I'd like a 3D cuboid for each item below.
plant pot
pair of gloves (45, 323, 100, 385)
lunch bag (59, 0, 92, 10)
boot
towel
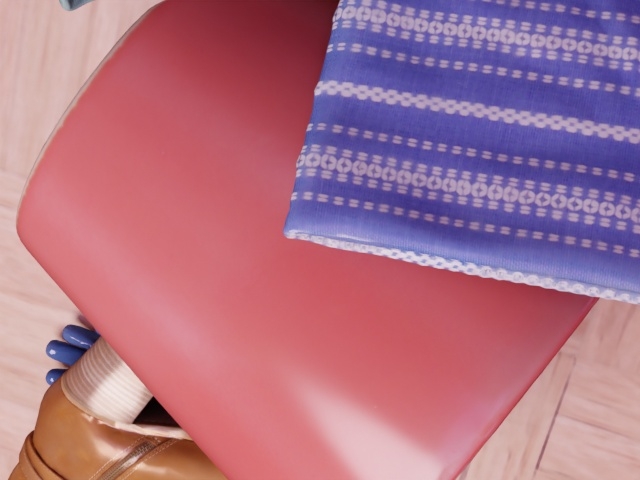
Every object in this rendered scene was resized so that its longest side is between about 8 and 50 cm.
[{"bbox_3d":[0.000,0.000,0.820,0.243,0.275,0.275,38,118,5],"label":"plant pot"},{"bbox_3d":[-0.077,0.065,0.991,0.159,0.023,0.198,31,119,0],"label":"pair of gloves"},{"bbox_3d":[-0.022,-0.244,0.685,0.262,0.223,0.160,-18,152,-12],"label":"lunch bag"},{"bbox_3d":[-0.089,0.155,0.985,0.197,0.073,0.152,41,117,8],"label":"boot"},{"bbox_3d":[0.136,-0.138,0.710,0.243,0.336,0.040,10,161,11],"label":"towel"}]
